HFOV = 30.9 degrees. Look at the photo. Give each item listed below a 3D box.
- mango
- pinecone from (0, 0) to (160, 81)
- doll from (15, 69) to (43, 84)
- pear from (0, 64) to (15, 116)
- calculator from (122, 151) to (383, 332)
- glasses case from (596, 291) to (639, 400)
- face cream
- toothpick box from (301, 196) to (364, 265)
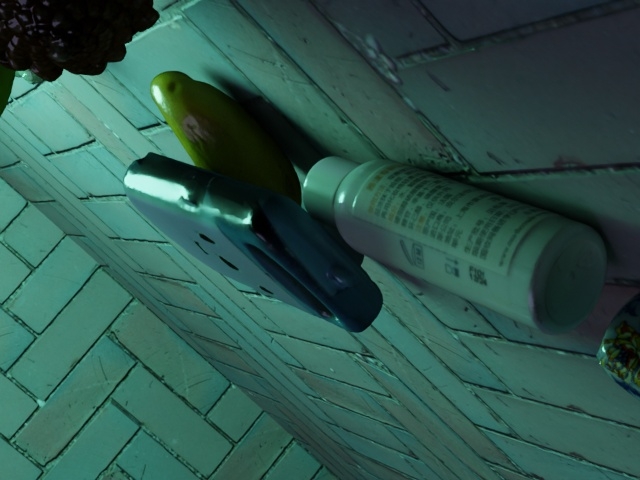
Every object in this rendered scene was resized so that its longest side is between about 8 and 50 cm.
[{"bbox_3d":[-0.083,-0.085,1.079,0.190,0.075,0.098,51,159,-15],"label":"mango"},{"bbox_3d":[-0.201,-0.205,0.871,0.173,0.173,0.173,37,165,11],"label":"pinecone"},{"bbox_3d":[-0.360,-0.237,1.317,0.214,0.071,0.103,37,156,45],"label":"doll"},{"bbox_3d":[-0.401,-0.202,0.893,0.399,0.399,0.165,46,158,-23],"label":"pear"},{"bbox_3d":[-0.062,0.000,1.023,0.293,0.051,0.173,20,160,49],"label":"calculator"},{"bbox_3d":[0.285,0.102,0.691,0.248,0.087,0.065,30,150,35],"label":"glasses case"},{"bbox_3d":[0.086,-0.009,0.867,0.269,0.082,0.082,24,159,48],"label":"face cream"},{"bbox_3d":[0.000,0.000,1.162,0.083,0.052,0.052,47,164,-29],"label":"toothpick box"}]
